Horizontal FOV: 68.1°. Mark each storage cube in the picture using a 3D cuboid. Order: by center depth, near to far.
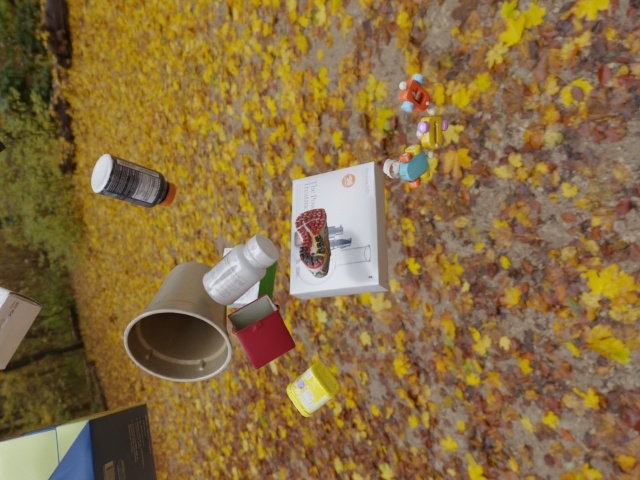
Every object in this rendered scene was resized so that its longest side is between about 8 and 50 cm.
[{"bbox_3d":[-0.238,0.367,1.925,0.183,0.215,0.193,34,149,64],"label":"storage cube"}]

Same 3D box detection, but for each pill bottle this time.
[{"bbox_3d":[-0.244,0.087,1.470,0.229,0.131,0.131,-40,60,18],"label":"pill bottle"},{"bbox_3d":[-0.600,-0.183,1.546,0.130,0.245,0.131,-13,69,38],"label":"pill bottle"}]

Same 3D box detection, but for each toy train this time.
[{"bbox_3d":[0.143,-0.171,0.762,0.046,0.125,0.166,15,87,53],"label":"toy train"}]

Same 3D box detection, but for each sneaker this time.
[{"bbox_3d":[-0.017,0.003,1.246,0.093,0.088,0.225,68,-163,-45],"label":"sneaker"}]

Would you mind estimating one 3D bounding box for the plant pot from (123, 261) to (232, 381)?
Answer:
[{"bbox_3d":[-0.444,0.247,1.599,0.305,0.333,0.334,-90,12,-54],"label":"plant pot"}]

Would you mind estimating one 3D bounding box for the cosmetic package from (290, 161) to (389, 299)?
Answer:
[{"bbox_3d":[0.053,-0.025,1.429,0.284,0.097,0.378,-9,69,24],"label":"cosmetic package"}]

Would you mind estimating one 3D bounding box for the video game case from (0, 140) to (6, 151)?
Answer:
[{"bbox_3d":[-0.916,-0.171,1.099,0.248,0.275,0.035,20,147,29],"label":"video game case"}]

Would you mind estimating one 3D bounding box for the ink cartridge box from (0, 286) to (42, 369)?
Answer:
[{"bbox_3d":[-0.758,0.175,1.058,0.217,0.092,0.159,11,67,29],"label":"ink cartridge box"}]

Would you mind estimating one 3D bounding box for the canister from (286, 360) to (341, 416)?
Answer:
[{"bbox_3d":[-0.022,0.477,1.521,0.126,0.073,0.170,52,132,14],"label":"canister"}]

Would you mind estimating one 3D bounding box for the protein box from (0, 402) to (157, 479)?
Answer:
[{"bbox_3d":[-0.345,0.365,0.699,0.201,0.135,0.200,84,173,-77],"label":"protein box"}]

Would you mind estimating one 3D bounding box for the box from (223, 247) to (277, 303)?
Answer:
[{"bbox_3d":[-0.333,0.170,2.158,0.231,0.126,0.262,-2,71,26],"label":"box"}]
